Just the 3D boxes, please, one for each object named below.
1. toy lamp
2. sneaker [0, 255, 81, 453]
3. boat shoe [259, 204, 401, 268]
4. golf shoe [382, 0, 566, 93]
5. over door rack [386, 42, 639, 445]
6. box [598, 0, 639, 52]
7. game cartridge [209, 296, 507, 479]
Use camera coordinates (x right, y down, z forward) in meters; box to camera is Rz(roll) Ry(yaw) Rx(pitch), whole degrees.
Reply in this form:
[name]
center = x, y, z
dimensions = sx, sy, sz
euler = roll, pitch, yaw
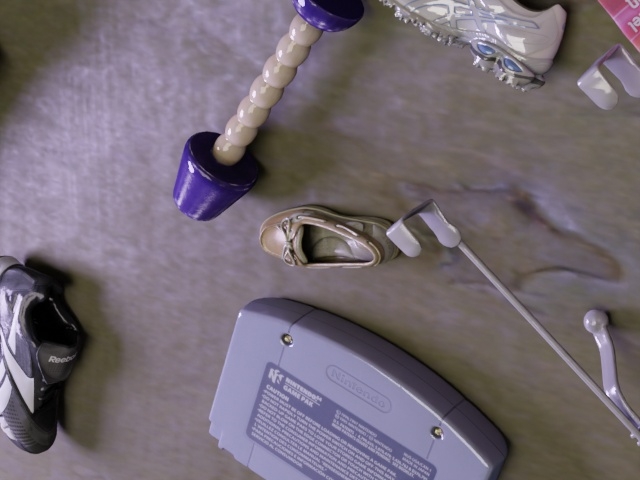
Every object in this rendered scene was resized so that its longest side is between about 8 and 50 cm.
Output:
[toy lamp]
center = -0.056, -0.124, 1.349
dimensions = 0.080, 0.080, 0.274
euler = 46, 126, 11
[sneaker]
center = -0.313, 0.135, 1.624
dimensions = 0.106, 0.078, 0.234
euler = 8, 111, 34
[boat shoe]
center = 0.001, 0.002, 1.376
dimensions = 0.153, 0.048, 0.056
euler = 8, 113, 31
[golf shoe]
center = 0.125, -0.197, 1.216
dimensions = 0.176, 0.069, 0.086
euler = 32, 103, 16
[over door rack]
center = 0.256, 0.010, 1.151
dimensions = 0.324, 0.108, 0.239
euler = 40, 129, -11
[box]
center = 0.346, -0.231, 0.985
dimensions = 0.300, 0.154, 0.142
euler = -40, 84, 36
[game cartridge]
center = 0.033, 0.186, 1.427
dimensions = 0.297, 0.062, 0.198
euler = 31, 119, 21
